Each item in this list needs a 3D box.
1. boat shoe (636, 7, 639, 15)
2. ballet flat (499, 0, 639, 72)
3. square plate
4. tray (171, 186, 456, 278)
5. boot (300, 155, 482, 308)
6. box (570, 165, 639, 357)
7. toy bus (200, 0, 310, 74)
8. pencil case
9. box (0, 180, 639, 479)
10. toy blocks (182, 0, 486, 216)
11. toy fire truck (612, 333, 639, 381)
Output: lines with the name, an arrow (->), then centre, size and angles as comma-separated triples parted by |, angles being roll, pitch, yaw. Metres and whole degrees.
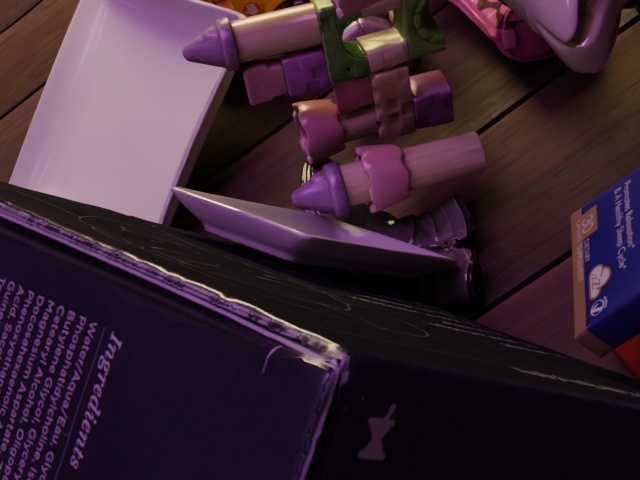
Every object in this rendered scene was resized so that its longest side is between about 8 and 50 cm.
boat shoe -> 0.349, -0.250, 1.232 | 0.089, 0.109, 0.258 | -26, 63, 10
ballet flat -> 0.302, -0.232, 1.096 | 0.483, 0.164, 0.182 | 3, 80, 30
square plate -> -0.242, -0.146, 1.564 | 0.347, 0.049, 0.344 | 28, 97, 46
tray -> 0.000, 0.000, 1.103 | 0.145, 0.270, 0.030 | 18, 95, 31
boot -> 0.075, -0.010, 1.277 | 0.161, 0.083, 0.246 | -21, 50, 10
box -> 0.271, -0.025, 0.899 | 0.225, 0.036, 0.136 | -38, 27, 35
toy bus -> -0.090, -0.328, 1.526 | 0.220, 0.211, 0.149 | -20, 50, 26
pencil case -> 0.185, -0.269, 1.361 | 0.098, 0.095, 0.209 | -14, 39, -18
box -> -0.032, 0.168, 0.880 | 0.472, 0.480, 0.297 | 17, 91, 44
toy blocks -> -0.011, -0.205, 1.251 | 0.260, 0.288, 0.309 | -15, 38, -4
toy fire truck -> 0.332, -0.004, 1.026 | 0.302, 0.169, 0.254 | -60, 21, -15
